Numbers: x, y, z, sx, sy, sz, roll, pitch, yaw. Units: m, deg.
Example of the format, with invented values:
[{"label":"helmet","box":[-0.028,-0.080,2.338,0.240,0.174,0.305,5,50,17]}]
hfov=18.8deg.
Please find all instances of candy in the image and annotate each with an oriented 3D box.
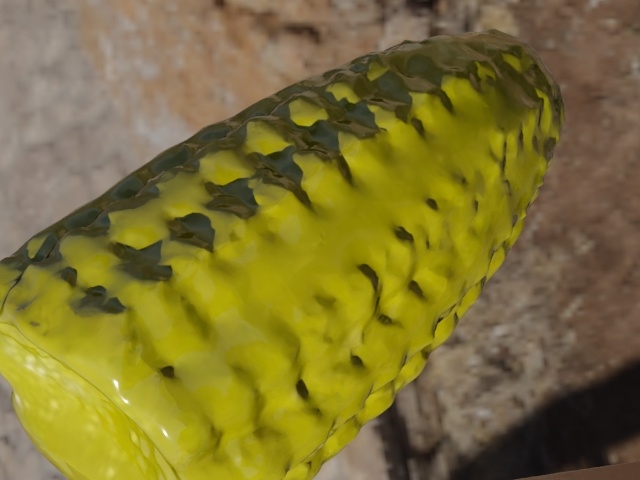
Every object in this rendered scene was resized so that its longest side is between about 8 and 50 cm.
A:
[{"label":"candy","box":[0.000,0.000,0.582,0.106,0.199,0.094,51,156,1]}]

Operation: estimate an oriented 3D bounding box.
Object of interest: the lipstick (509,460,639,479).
[{"label":"lipstick","box":[0.118,0.094,0.617,0.045,0.145,0.045,-156,65,-62]}]
